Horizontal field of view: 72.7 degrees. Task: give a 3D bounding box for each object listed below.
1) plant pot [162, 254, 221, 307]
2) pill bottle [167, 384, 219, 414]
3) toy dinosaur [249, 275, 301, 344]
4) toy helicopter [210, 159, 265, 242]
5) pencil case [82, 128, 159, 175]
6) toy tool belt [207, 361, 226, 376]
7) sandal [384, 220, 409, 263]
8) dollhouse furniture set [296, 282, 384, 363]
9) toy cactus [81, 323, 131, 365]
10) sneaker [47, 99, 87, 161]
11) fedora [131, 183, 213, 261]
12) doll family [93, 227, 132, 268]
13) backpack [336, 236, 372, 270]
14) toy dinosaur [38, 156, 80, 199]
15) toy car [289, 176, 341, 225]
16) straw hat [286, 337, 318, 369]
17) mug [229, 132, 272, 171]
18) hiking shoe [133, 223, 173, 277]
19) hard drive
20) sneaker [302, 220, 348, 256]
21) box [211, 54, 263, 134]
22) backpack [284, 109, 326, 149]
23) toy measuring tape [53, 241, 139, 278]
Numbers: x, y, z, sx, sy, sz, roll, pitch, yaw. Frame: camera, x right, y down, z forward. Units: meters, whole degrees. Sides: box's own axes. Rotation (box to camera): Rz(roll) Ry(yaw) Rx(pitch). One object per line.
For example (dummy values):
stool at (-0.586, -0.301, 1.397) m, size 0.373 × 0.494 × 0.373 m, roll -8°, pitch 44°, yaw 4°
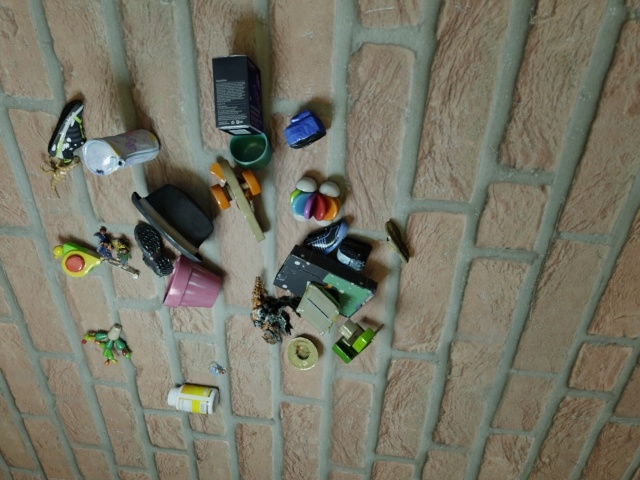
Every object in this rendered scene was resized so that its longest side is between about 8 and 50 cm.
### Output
plant pot at (-0.493, 0.177, 1.694) m, size 0.180 × 0.201 × 0.201 m, roll 20°, pitch 120°, yaw -21°
pill bottle at (-0.595, 0.741, 2.034) m, size 0.215 × 0.117 × 0.117 m, roll 6°, pitch 118°, yaw 4°
toy dinosaur at (-0.204, 0.295, 1.740) m, size 0.219 × 0.164 × 0.321 m, roll -1°, pitch 141°, yaw 26°
toy helicopter at (-0.274, -0.131, 1.508) m, size 0.140 × 0.235 × 0.355 m, roll -28°, pitch 138°, yaw -9°
pencil case at (-0.637, -0.292, 1.409) m, size 0.124 × 0.273 × 0.113 m, roll 2°, pitch 111°, yaw 8°
toy tool belt at (-0.474, 0.597, 1.979) m, size 0.083 × 0.051 × 0.052 m, roll 35°, pitch 117°, yaw -11°
sandal at (0.269, 0.012, 1.574) m, size 0.049 × 0.072 × 0.180 m, roll -11°, pitch 122°, yaw 37°
dollhouse furniture set at (0.075, 0.281, 1.649) m, size 0.301 × 0.151 × 0.197 m, roll 43°, pitch 137°, yaw 16°
toy cactus at (-0.950, 0.455, 1.950) m, size 0.219 × 0.112 × 0.180 m, roll 31°, pitch 108°, yaw 0°
sneaker at (-0.861, -0.380, 1.515) m, size 0.097 × 0.084 × 0.234 m, roll 19°, pitch 118°, yaw -45°
fedora at (-0.497, -0.082, 1.540) m, size 0.152 × 0.334 × 0.334 m, roll -45°, pitch 107°, yaw -7°
doll family at (-0.820, 0.026, 1.712) m, size 0.193 × 0.076 × 0.111 m, roll 18°, pitch 123°, yaw 1°
backpack at (0.117, 0.051, 1.586) m, size 0.114 × 0.105 × 0.084 m, roll 24°, pitch 139°, yaw 5°
toy dinosaur at (-0.970, -0.240, 1.596) m, size 0.212 × 0.064 × 0.112 m, roll -37°, pitch 109°, yaw 23°
toy car at (-0.021, -0.121, 1.493) m, size 0.182 × 0.136 × 0.159 m, roll 12°, pitch 119°, yaw 1°
straw hat at (-0.073, 0.471, 1.856) m, size 0.145 × 0.061 × 0.144 m, roll 1°, pitch 101°, yaw 8°
mug at (-0.227, -0.307, 1.439) m, size 0.130 × 0.097 × 0.157 m, roll -7°, pitch 74°, yaw 6°
hiking shoe at (-0.669, 0.046, 1.692) m, size 0.114 × 0.086 × 0.226 m, roll -22°, pitch 97°, yaw 42°
hard drive at (0.014, 0.160, 1.632) m, size 0.339 × 0.064 × 0.237 m, roll 25°, pitch 141°, yaw -7°
sneaker at (0.000, 0.000, 1.586) m, size 0.090 × 0.081 × 0.232 m, roll 34°, pitch 118°, yaw -19°
box at (-0.247, -0.432, 1.315) m, size 0.108 × 0.153 × 0.206 m, roll -1°, pitch 96°, yaw 8°
backpack at (-0.056, -0.354, 1.401) m, size 0.120 × 0.098 × 0.101 m, roll -27°, pitch 82°, yaw 20°
toy measuring tape at (-0.911, 0.114, 1.750) m, size 0.330 × 0.121 × 0.121 m, roll 26°, pitch 118°, yaw -15°
